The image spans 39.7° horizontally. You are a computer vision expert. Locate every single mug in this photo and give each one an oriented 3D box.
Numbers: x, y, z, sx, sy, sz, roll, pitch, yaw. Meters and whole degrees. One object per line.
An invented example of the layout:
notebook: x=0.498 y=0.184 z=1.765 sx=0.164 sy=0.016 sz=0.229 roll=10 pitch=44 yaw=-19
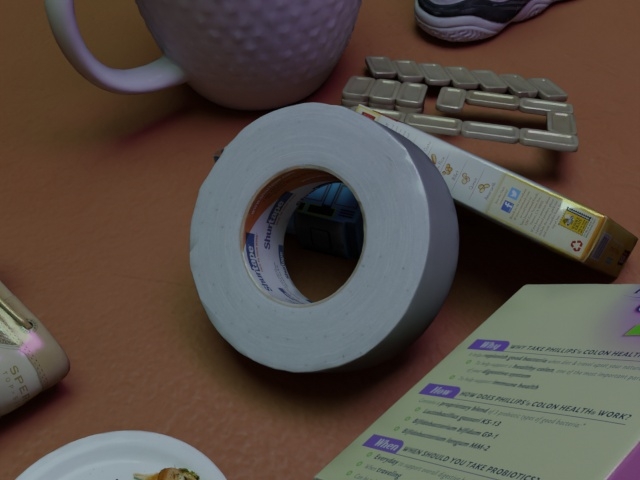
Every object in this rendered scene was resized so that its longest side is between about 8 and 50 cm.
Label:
mug: x=-0.119 y=-0.297 z=0.947 sx=0.374 sy=0.328 sz=0.276 roll=-33 pitch=52 yaw=-25

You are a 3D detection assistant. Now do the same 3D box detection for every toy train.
toy train: x=-0.024 y=-0.050 z=0.874 sx=0.184 sy=0.080 sz=0.105 roll=14 pitch=54 yaw=16

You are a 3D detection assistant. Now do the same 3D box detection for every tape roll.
tape roll: x=0.000 y=0.000 z=0.735 sx=0.219 sy=0.072 sz=0.219 roll=-3 pitch=83 yaw=26

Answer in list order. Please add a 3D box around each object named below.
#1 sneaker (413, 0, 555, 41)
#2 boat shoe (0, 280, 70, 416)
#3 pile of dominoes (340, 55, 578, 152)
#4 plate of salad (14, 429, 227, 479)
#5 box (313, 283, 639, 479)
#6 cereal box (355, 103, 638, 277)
sneaker: x=0.268 y=-0.407 z=1.110 sx=0.366 sy=0.210 sz=0.137 roll=-33 pitch=52 yaw=-25
boat shoe: x=-0.347 y=0.027 z=0.799 sx=0.110 sy=0.121 sz=0.341 roll=-29 pitch=60 yaw=-28
pile of dominoes: x=0.151 y=-0.143 z=0.980 sx=0.251 sy=0.040 sz=0.196 roll=10 pitch=31 yaw=9
plate of salad: x=-0.157 y=0.218 z=0.638 sx=0.200 sy=0.048 sz=0.199 roll=-2 pitch=46 yaw=2
box: x=0.160 y=0.140 z=0.574 sx=0.243 sy=0.117 sz=0.214 roll=-37 pitch=16 yaw=-28
cereal box: x=0.155 y=-0.044 z=0.799 sx=0.240 sy=0.173 sz=0.047 roll=30 pitch=99 yaw=26
